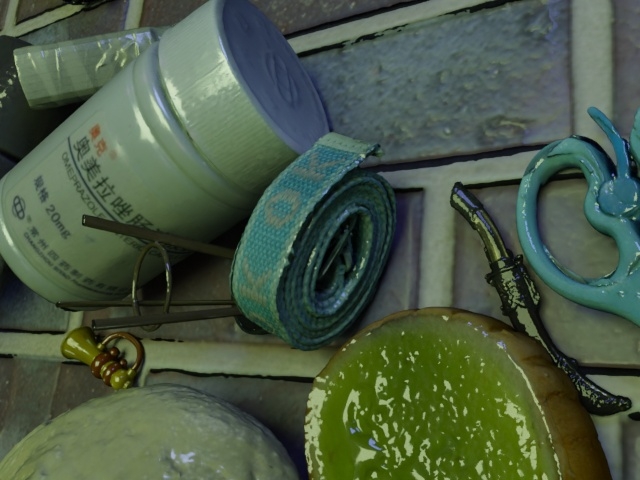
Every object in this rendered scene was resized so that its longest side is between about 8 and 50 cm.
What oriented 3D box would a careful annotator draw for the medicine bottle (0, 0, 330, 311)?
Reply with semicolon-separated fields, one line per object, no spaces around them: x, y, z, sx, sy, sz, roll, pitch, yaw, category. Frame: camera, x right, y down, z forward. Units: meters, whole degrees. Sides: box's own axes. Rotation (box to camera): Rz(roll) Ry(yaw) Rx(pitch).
-0.163;-0.080;0.655;0.332;0.190;0.189;-32;60;23;medicine bottle

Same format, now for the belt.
-0.005;0.008;0.554;0.082;0.147;0.163;26;63;39;belt

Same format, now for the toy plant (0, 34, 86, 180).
-0.465;-0.069;0.858;0.279;0.185;0.400;17;77;50;toy plant

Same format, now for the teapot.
-0.255;-0.200;0.774;0.201;0.077;0.107;-14;100;-11;teapot

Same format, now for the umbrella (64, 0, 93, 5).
-0.396;-0.413;0.997;0.224;0.080;0.071;23;124;40;umbrella

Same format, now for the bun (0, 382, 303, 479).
-0.170;0.295;0.512;0.352;0.227;0.349;37;103;41;bun

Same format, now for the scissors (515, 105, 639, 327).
0.240;0.063;0.395;0.180;0.032;0.392;-35;51;36;scissors

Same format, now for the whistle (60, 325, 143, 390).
-0.252;0.139;0.751;0.109;0.057;0.046;22;133;28;whistle

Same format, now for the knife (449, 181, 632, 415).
0.158;0.045;0.504;0.045;0.021;0.222;-39;62;19;knife

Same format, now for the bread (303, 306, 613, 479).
0.091;0.163;0.474;0.236;0.070;0.236;-11;72;36;bread

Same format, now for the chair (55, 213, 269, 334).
-0.125;0.046;0.601;0.095;0.222;0.104;-36;58;48;chair
